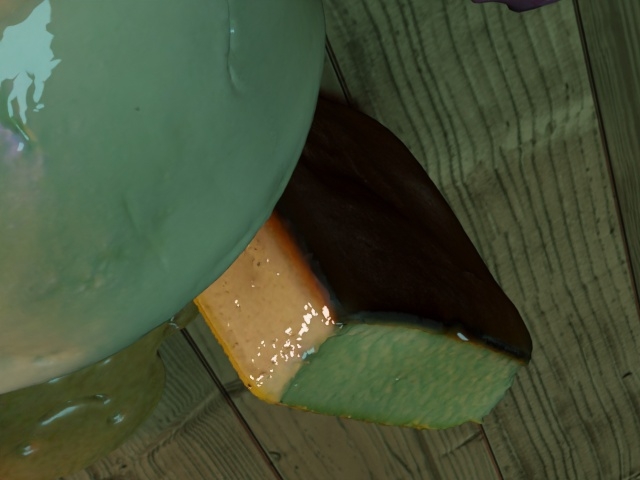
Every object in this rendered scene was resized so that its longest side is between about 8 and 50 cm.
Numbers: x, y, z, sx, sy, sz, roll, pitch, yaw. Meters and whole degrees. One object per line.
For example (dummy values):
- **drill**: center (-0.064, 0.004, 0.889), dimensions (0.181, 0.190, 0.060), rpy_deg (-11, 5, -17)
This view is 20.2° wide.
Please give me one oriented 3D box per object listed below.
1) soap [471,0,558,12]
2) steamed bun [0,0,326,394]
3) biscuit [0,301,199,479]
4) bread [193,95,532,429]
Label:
- **soap**: center (0.192, -0.336, 1.499), dimensions (0.220, 0.127, 0.325), rpy_deg (-26, 145, -13)
- **steamed bun**: center (-0.200, -0.106, 1.121), dimensions (0.456, 0.290, 0.371), rpy_deg (-38, 150, -8)
- **biscuit**: center (-0.240, 0.112, 1.721), dimensions (0.275, 0.052, 0.355), rpy_deg (-14, 139, -29)
- **bread**: center (0.000, 0.000, 1.559), dimensions (0.143, 0.333, 0.323), rpy_deg (-48, 147, 21)
